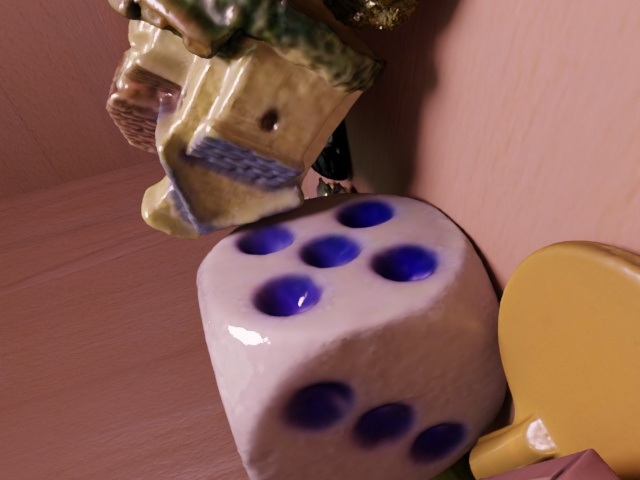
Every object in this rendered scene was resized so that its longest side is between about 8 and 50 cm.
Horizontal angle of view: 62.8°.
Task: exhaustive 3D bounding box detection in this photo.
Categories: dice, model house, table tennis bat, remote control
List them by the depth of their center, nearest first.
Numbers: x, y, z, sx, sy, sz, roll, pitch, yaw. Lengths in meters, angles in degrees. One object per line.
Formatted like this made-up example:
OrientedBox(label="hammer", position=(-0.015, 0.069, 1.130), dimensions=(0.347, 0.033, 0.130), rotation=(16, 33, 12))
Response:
OrientedBox(label="table tennis bat", position=(0.169, 0.129, 0.364), dimensions=(0.320, 0.050, 0.198), rotation=(94, 156, -57))
OrientedBox(label="model house", position=(-0.125, -0.167, 0.540), dimensions=(0.266, 0.261, 0.321), rotation=(-56, 31, 25))
OrientedBox(label="dice", position=(0.024, 0.107, 0.550), dimensions=(0.243, 0.251, 0.259), rotation=(-117, 14, -55))
OrientedBox(label="remote control", position=(-0.043, -0.219, 0.936), dimensions=(0.399, 0.062, 0.144), rotation=(-125, 21, -62))

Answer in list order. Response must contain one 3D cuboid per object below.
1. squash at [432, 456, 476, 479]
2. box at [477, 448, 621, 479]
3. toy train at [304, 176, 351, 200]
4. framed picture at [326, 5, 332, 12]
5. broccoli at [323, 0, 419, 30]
OrientedBox(label="squash", position=(0.119, 0.285, 0.718), dimensions=(0.370, 0.118, 0.118), rotation=(-140, 35, -69))
OrientedBox(label="box", position=(0.168, 0.253, 0.314), dimensions=(0.215, 0.086, 0.215), rotation=(51, 162, 22))
OrientedBox(label="toy train", position=(0.000, 0.000, 0.874), dimensions=(0.261, 0.134, 0.177), rotation=(-138, 25, -74))
OrientedBox(label="framed picture", position=(-0.053, -0.459, 0.715), dimensions=(0.324, 0.020, 0.240), rotation=(-119, 15, -50))
OrientedBox(label="broccoli", position=(0.025, -0.215, 0.378), dimensions=(0.131, 0.120, 0.130), rotation=(-126, 15, -55))
